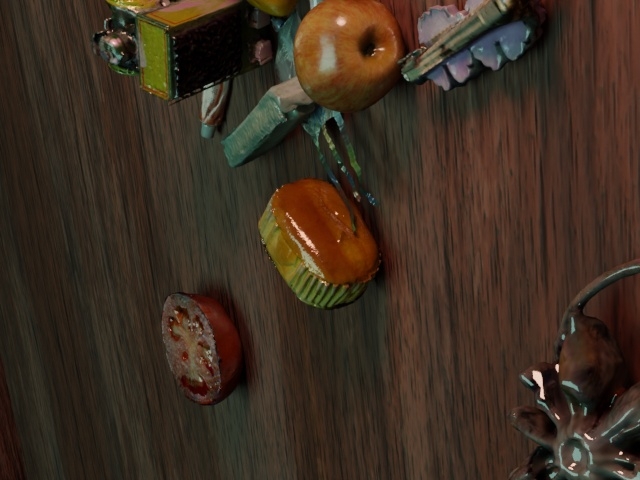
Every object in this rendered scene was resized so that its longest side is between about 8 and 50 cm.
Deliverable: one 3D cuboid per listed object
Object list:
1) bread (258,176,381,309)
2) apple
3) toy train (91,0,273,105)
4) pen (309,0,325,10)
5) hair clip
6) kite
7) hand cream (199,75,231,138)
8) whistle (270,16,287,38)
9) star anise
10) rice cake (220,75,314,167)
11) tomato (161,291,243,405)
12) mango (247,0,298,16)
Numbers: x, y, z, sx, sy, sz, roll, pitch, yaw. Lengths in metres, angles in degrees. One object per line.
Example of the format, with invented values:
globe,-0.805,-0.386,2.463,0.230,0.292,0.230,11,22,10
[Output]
bread,0.000,0.000,1.743,0.190,0.132,0.114,56,148,17
apple,0.037,-0.236,1.535,0.131,0.146,0.146,-167,62,-68
toy train,-0.199,-0.307,1.788,0.177,0.261,0.134,26,130,34
pen,0.002,-0.306,1.670,0.033,0.033,0.269,23,125,52
hair clip,0.171,-0.234,1.384,0.106,0.084,0.292,57,154,-3
kite,0.001,-0.160,1.707,0.310,0.015,0.169,69,160,10
hand cream,-0.165,-0.255,1.976,0.052,0.038,0.216,26,130,15
whistle,-0.044,-0.300,1.753,0.033,0.029,0.083,46,174,-37
star anise,0.329,0.209,1.348,0.359,0.139,0.316,-37,81,43
rice cake,-0.077,-0.171,1.790,0.063,0.066,0.336,62,160,-2
tomato,-0.207,0.188,2.238,0.225,0.085,0.225,33,130,50
mango,-0.092,-0.420,1.664,0.154,0.126,0.252,-35,77,57
